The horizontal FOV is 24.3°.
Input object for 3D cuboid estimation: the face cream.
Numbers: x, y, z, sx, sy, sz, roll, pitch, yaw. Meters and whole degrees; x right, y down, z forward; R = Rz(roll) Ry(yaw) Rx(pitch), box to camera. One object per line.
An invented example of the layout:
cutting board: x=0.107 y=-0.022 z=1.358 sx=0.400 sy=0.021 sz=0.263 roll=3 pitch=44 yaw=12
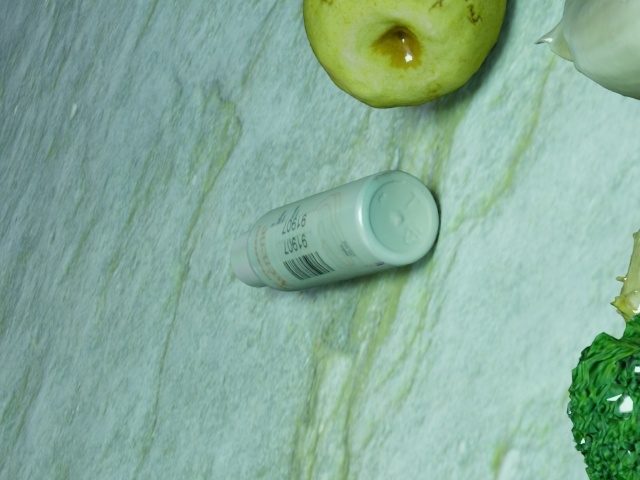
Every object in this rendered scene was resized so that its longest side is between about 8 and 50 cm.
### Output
face cream: x=0.000 y=0.000 z=1.301 sx=0.269 sy=0.082 sz=0.082 roll=-18 pitch=61 yaw=59

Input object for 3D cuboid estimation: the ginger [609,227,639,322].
ginger: x=0.229 y=-0.003 z=0.777 sx=0.102 sy=0.157 sz=0.216 roll=50 pitch=136 yaw=26

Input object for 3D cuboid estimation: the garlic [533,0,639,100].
garlic: x=0.248 y=-0.183 z=0.808 sx=0.325 sy=0.132 sz=0.279 roll=-55 pitch=0 yaw=30

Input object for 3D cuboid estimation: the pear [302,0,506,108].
pear: x=0.068 y=-0.196 z=1.203 sx=0.178 sy=0.178 sz=0.178 roll=-39 pitch=44 yaw=50

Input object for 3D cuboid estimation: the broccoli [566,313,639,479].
broccoli: x=0.250 y=0.113 z=0.612 sx=0.294 sy=0.265 sz=0.245 roll=15 pitch=62 yaw=38
